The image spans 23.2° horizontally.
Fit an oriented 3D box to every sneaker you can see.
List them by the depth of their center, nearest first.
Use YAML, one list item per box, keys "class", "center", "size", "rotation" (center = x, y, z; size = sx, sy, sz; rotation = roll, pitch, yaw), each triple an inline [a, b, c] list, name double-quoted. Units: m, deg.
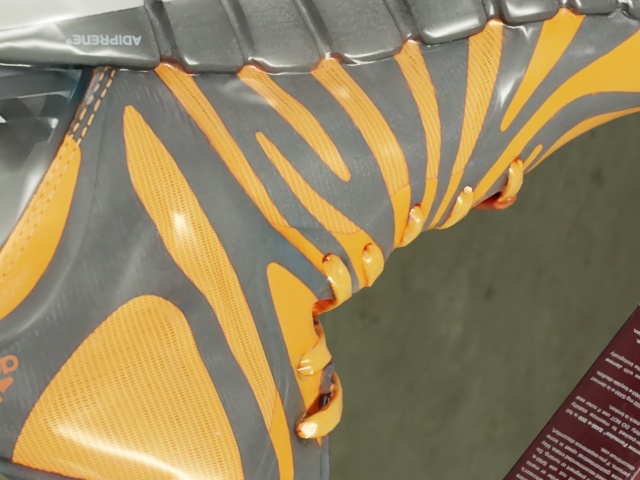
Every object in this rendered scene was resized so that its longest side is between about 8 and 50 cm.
- class: "sneaker"
  center: [0.000, 0.000, 0.507]
  size: [0.321, 0.125, 0.180]
  rotation: [-8, 88, -28]

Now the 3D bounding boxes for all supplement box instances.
- class: "supplement box"
  center: [0.178, 0.166, 1.008]
  size: [0.239, 0.073, 0.130]
  rotation: [-49, 148, -18]
